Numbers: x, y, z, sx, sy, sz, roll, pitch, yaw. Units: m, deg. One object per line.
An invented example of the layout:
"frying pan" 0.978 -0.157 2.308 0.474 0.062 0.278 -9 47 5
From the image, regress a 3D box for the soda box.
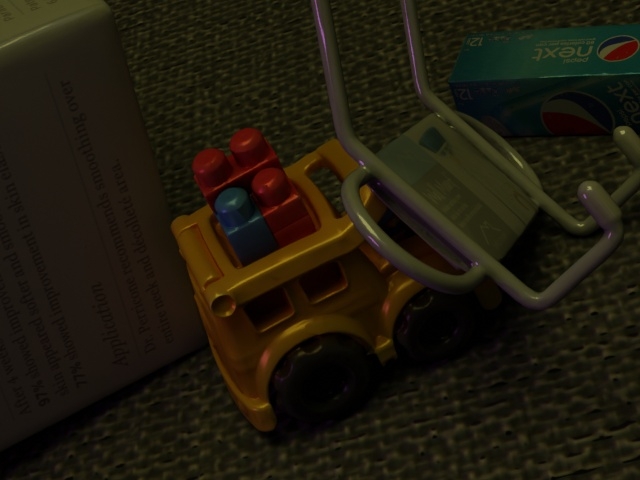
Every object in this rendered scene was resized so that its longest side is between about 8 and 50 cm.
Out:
"soda box" 0.222 -0.137 1.142 0.210 0.067 0.071 1 45 27

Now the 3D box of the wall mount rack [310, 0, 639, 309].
"wall mount rack" 0.094 -0.105 0.958 0.130 0.304 0.350 -49 -4 24

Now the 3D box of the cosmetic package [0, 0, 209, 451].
"cosmetic package" -0.358 -0.027 1.058 0.394 0.329 0.327 -26 39 -19

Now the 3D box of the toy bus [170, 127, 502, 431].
"toy bus" 0.000 0.000 0.987 0.220 0.211 0.149 -26 38 -5
